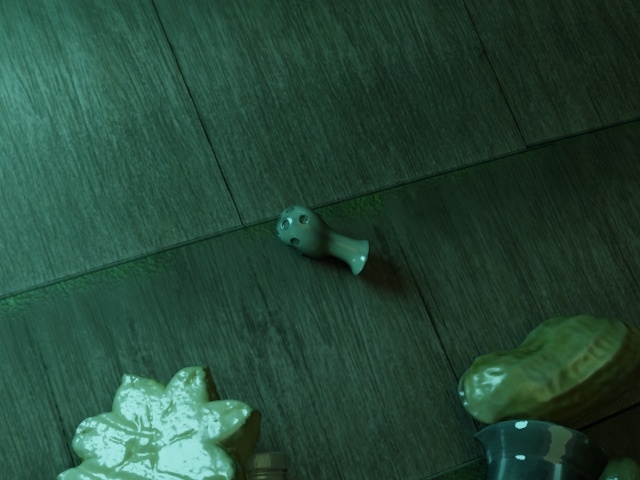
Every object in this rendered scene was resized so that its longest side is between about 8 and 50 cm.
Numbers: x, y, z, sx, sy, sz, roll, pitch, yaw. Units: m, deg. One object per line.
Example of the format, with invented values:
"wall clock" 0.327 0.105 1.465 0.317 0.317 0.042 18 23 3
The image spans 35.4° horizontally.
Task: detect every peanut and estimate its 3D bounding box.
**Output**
"peanut" 0.396 0.227 1.666 0.340 0.158 0.174 -29 103 -22

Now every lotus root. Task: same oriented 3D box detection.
"lotus root" 0.488 0.445 1.653 0.077 0.090 0.183 31 62 -37

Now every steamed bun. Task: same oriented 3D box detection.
"steamed bun" -0.212 0.318 1.413 0.292 0.137 0.295 -31 47 -9

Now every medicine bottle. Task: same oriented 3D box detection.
"medicine bottle" -0.087 0.407 1.458 0.103 0.103 0.186 2 70 -19

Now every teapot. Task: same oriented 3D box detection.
"teapot" 0.334 0.470 1.500 0.300 0.253 0.344 15 60 3

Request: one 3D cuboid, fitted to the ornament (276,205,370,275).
"ornament" 0.000 0.000 1.662 0.156 0.081 0.075 24 31 -13
